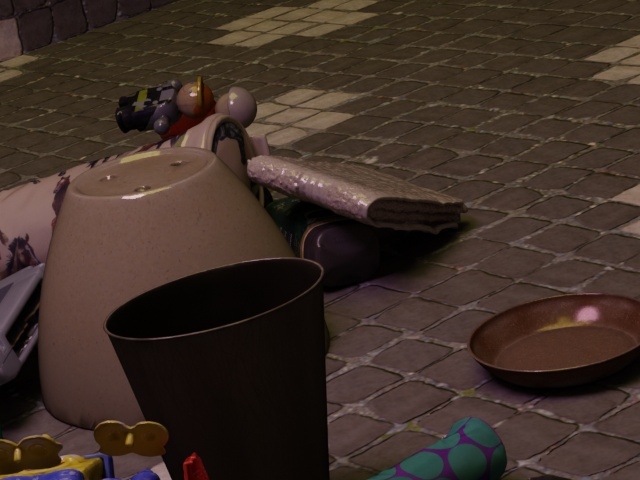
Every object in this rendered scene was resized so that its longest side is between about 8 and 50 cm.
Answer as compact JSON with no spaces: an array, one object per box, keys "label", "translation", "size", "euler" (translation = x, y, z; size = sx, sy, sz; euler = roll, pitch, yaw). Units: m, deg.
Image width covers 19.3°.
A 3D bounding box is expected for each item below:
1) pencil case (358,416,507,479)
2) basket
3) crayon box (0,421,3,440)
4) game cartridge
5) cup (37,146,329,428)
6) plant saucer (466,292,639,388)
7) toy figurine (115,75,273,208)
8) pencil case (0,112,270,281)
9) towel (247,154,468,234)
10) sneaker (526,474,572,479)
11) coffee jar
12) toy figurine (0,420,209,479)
[{"label":"pencil case","translation":[0.093,0.215,1.679],"size":[0.151,0.065,0.070],"euler":[-24,39,-35]},{"label":"basket","translation":[-0.072,0.153,1.700],"size":[0.204,0.227,0.154],"euler":[-18,20,-18]},{"label":"crayon box","translation":[-0.484,0.203,1.929],"size":[0.278,0.081,0.165],"euler":[-8,-5,7]},{"label":"game cartridge","translation":[-0.411,0.127,2.157],"size":[0.196,0.060,0.294],"euler":[-23,16,13]},{"label":"cup","translation":[-0.172,0.033,2.092],"size":[0.331,0.237,0.331],"euler":[-9,19,3]},{"label":"plant saucer","translation":[0.251,0.107,1.944],"size":[0.198,0.036,0.198],"euler":[-10,20,4]},{"label":"toy figurine","translation":[-0.163,-0.110,2.505],"size":[0.148,0.213,0.209],"euler":[-9,-7,17]},{"label":"pencil case","translation":[-0.262,-0.032,2.345],"size":[0.410,0.160,0.183],"euler":[-16,26,22]},{"label":"towel","translation":[0.050,-0.056,2.327],"size":[0.187,0.049,0.282],"euler":[19,8,30]},{"label":"sneaker","translation":[0.172,0.240,1.567],"size":[0.152,0.058,0.084],"euler":[-13,24,-19]},{"label":"coffee jar","translation":[0.000,0.000,2.329],"size":[0.096,0.079,0.184],"euler":[-10,17,-21]},{"label":"toy figurine","translation":[-0.265,0.261,1.662],"size":[0.362,0.191,0.217],"euler":[-9,-1,1]}]
